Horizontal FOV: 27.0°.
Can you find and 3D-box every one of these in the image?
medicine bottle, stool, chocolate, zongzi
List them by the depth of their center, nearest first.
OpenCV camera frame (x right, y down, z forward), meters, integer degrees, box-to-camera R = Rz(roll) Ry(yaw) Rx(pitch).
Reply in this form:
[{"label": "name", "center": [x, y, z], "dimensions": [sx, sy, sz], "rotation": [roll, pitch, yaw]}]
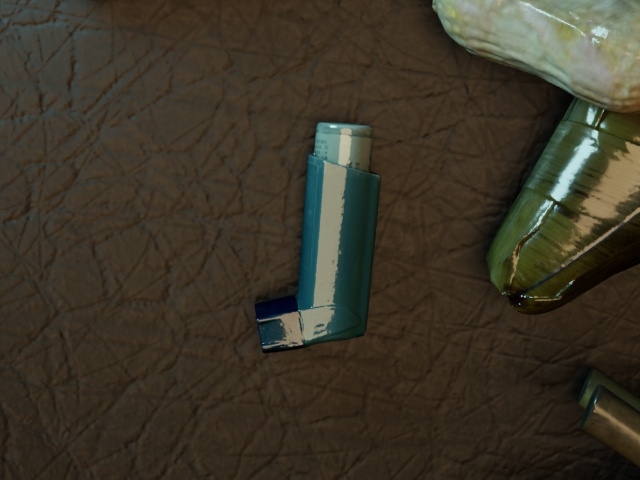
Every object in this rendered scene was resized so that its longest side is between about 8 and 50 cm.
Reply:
[{"label": "chocolate", "center": [0.235, -0.221, 1.344], "dimensions": [0.309, 0.134, 0.134], "rotation": [33, 96, 33]}, {"label": "stool", "center": [0.338, 0.270, 1.422], "dimensions": [0.178, 0.272, 0.272], "rotation": [23, 96, 8]}, {"label": "zongzi", "center": [0.361, -0.009, 1.439], "dimensions": [0.300, 0.138, 0.286], "rotation": [27, 98, -7]}, {"label": "medicine bottle", "center": [0.000, 0.000, 1.445], "dimensions": [0.124, 0.079, 0.258], "rotation": [7, 97, -4]}]
